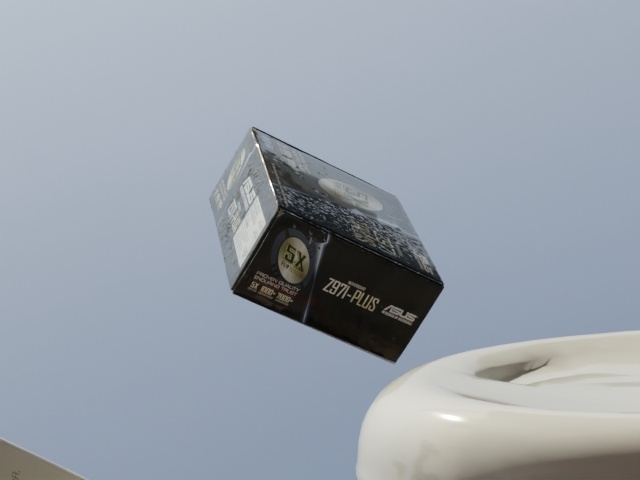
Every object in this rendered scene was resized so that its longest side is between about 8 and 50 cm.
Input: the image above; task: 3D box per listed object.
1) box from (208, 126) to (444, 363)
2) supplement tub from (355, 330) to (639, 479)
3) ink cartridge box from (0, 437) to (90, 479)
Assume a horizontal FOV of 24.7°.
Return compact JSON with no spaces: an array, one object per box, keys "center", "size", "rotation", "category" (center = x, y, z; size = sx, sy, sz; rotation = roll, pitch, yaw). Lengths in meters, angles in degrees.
[{"center":[0.000,0.000,1.156],"size":[0.147,0.077,0.180],"rotation":[25,-162,-19],"category":"box"},{"center":[0.140,0.206,0.511],"size":[0.241,0.241,0.331],"rotation":[-4,-87,-4],"category":"supplement tub"},{"center":[-0.128,0.159,0.568],"size":[0.158,0.218,0.092],"rotation":[-24,-131,32],"category":"ink cartridge box"}]
